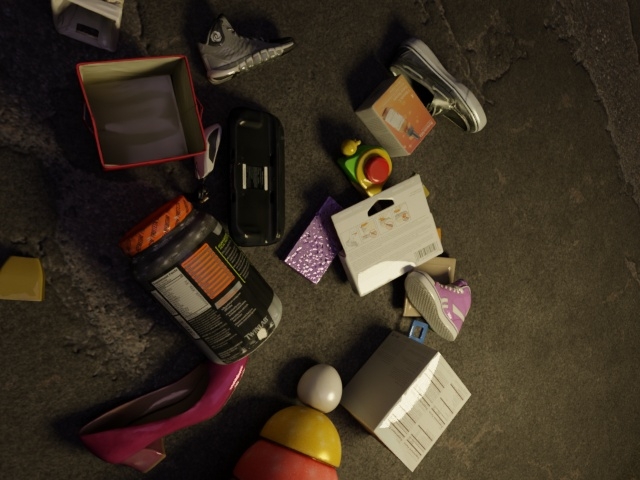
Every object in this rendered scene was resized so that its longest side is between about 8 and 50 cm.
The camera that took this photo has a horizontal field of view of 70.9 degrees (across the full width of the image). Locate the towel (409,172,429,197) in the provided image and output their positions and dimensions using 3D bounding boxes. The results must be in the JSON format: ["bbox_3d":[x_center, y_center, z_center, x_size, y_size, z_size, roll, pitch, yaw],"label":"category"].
[{"bbox_3d":[0.283,-0.148,1.318,0.060,0.009,0.083,-45,113,-15],"label":"towel"}]

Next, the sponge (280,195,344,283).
[{"bbox_3d":[0.000,0.000,1.181,0.117,0.031,0.210,40,78,-24],"label":"sponge"}]

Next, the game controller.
[{"bbox_3d":[-0.148,-0.144,1.048,0.166,0.067,0.319,-2,93,-45],"label":"game controller"}]

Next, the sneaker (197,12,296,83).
[{"bbox_3d":[-0.172,-0.457,1.018,0.229,0.086,0.132,-30,106,-20],"label":"sneaker"}]

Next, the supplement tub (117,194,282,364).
[{"bbox_3d":[-0.253,0.084,0.966,0.207,0.207,0.338,-41,111,-17],"label":"supplement tub"}]

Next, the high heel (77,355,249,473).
[{"bbox_3d":[-0.332,0.342,0.993,0.377,0.127,0.181,-48,124,-11],"label":"high heel"}]

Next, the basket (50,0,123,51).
[{"bbox_3d":[-0.430,-0.449,0.845,0.113,0.167,0.103,13,85,-27],"label":"basket"}]

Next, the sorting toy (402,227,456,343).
[{"bbox_3d":[0.320,0.134,1.350,0.196,0.047,0.347,5,94,-31],"label":"sorting toy"}]

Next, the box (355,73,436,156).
[{"bbox_3d":[0.203,-0.332,1.213,0.170,0.091,0.130,45,76,-23],"label":"box"}]

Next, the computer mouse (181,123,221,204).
[{"bbox_3d":[-0.267,-0.174,1.001,0.042,0.106,0.193,16,80,-34],"label":"computer mouse"}]

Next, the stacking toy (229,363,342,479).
[{"bbox_3d":[-0.055,0.535,1.095,0.350,0.350,0.480,35,65,-25],"label":"stacking toy"}]

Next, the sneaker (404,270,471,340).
[{"bbox_3d":[0.344,0.144,1.287,0.161,0.102,0.282,-51,128,-19],"label":"sneaker"}]

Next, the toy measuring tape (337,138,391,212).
[{"bbox_3d":[0.163,-0.152,1.207,0.121,0.121,0.330,-50,122,-13],"label":"toy measuring tape"}]

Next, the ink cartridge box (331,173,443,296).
[{"bbox_3d":[0.173,-0.017,1.199,0.275,0.060,0.239,-26,108,-14],"label":"ink cartridge box"}]

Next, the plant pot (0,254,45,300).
[{"bbox_3d":[-0.581,0.073,0.875,0.081,0.081,0.083,9,81,-27],"label":"plant pot"}]

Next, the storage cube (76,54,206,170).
[{"bbox_3d":[-0.353,-0.241,0.889,0.215,0.193,0.183,-16,102,-25],"label":"storage cube"}]

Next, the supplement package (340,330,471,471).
[{"bbox_3d":[0.228,0.433,1.247,0.262,0.199,0.198,-45,113,-15],"label":"supplement package"}]

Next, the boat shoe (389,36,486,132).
[{"bbox_3d":[0.320,-0.406,1.263,0.335,0.121,0.119,40,85,-13],"label":"boat shoe"}]
